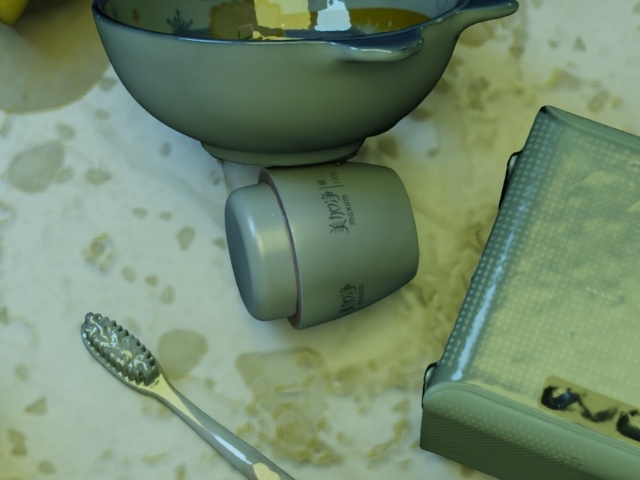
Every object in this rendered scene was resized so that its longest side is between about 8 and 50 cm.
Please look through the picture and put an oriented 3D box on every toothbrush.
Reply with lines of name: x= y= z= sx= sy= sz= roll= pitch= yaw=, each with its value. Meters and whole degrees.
toothbrush: x=-0.016 y=0.139 z=0.975 sx=0.307 sy=0.029 sz=0.025 roll=39 pitch=74 yaw=10

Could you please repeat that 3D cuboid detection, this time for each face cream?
face cream: x=0.000 y=0.000 z=0.984 sx=0.095 sy=0.091 sz=0.091 roll=-12 pitch=74 yaw=-11

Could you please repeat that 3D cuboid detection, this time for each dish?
dish: x=-0.009 y=-0.093 z=0.982 sx=0.227 sy=0.236 sz=0.086 roll=-3 pitch=110 yaw=-5

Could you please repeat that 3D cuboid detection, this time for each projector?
projector: x=0.187 y=0.060 z=0.932 sx=0.242 sy=0.163 sz=0.177 roll=21 pitch=76 yaw=10

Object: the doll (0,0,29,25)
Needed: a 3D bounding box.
doll: x=-0.113 y=-0.270 z=1.037 sx=0.177 sy=0.141 sz=0.314 roll=43 pitch=85 yaw=-14
